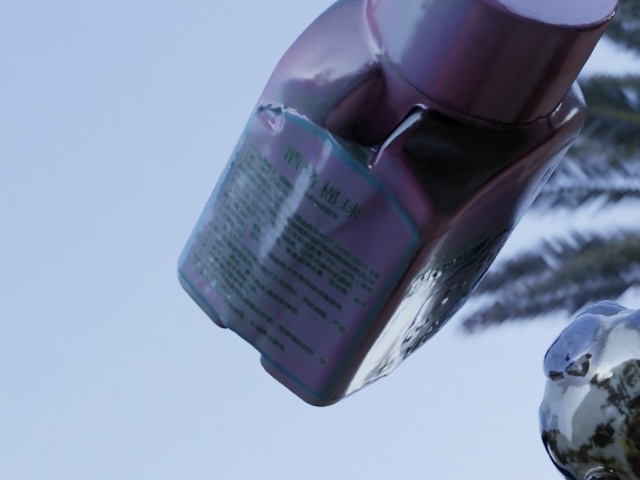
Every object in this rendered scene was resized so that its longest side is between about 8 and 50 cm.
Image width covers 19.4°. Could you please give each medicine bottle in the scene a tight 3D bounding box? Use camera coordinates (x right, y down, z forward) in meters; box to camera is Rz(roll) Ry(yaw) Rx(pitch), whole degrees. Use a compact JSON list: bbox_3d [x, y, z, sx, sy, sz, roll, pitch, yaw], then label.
[{"bbox_3d":[0.033,-0.038,0.708,0.119,0.094,0.188,-33,-21,-46],"label":"medicine bottle"}]

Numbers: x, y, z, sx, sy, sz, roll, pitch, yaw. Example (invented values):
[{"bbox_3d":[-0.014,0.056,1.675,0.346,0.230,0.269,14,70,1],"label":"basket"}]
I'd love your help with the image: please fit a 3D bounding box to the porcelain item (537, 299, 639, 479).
[{"bbox_3d":[0.250,0.148,1.116,0.138,0.288,0.186,-53,-2,9],"label":"porcelain item"}]
